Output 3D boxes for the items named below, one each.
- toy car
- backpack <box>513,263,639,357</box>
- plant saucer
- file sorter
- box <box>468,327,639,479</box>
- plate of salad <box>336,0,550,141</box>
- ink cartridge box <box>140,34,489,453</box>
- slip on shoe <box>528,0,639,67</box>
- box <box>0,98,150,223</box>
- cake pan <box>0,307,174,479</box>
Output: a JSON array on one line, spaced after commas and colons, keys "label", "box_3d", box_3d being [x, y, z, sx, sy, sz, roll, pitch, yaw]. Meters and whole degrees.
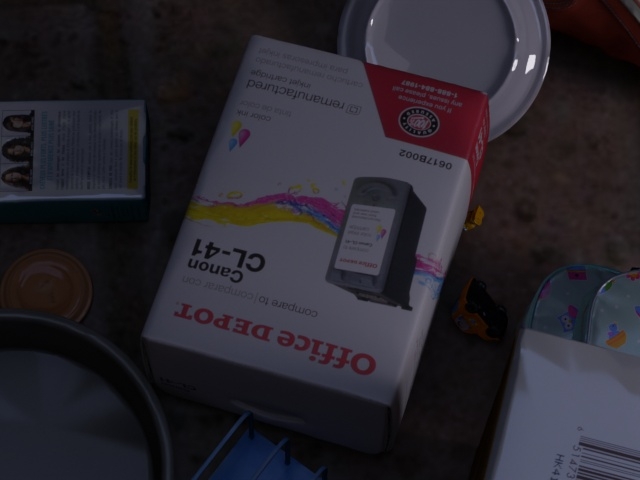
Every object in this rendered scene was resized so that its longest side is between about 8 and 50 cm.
[{"label": "toy car", "box_3d": [0.139, 0.035, 1.716, 0.040, 0.060, 0.122, -26, 43, 35]}, {"label": "backpack", "box_3d": [0.258, 0.101, 1.628, 0.188, 0.144, 0.166, 5, 75, 4]}, {"label": "plant saucer", "box_3d": [-0.245, 0.046, 1.708, 0.083, 0.013, 0.083, 0, 70, -1]}, {"label": "file sorter", "box_3d": [-0.028, 0.238, 1.591, 0.170, 0.104, 0.118, 35, 72, 12]}, {"label": "box", "box_3d": [0.190, 0.233, 1.466, 0.168, 0.345, 0.215, 14, 70, 5]}, {"label": "plate of salad", "box_3d": [0.114, -0.180, 1.764, 0.200, 0.048, 0.200, 1, 92, 14]}, {"label": "ink cartridge box", "box_3d": [0.000, 0.000, 1.653, 0.226, 0.131, 0.306, 15, 65, 8]}, {"label": "slip on shoe", "box_3d": [0.230, -0.231, 1.777, 0.331, 0.123, 0.101, 45, 99, 14]}, {"label": "box", "box_3d": [-0.277, -0.069, 1.726, 0.244, 0.060, 0.100, -1, 69, -1]}, {"label": "cake pan", "box_3d": [-0.269, 0.203, 1.627, 0.293, 0.054, 0.293, 0, 70, -1]}]
